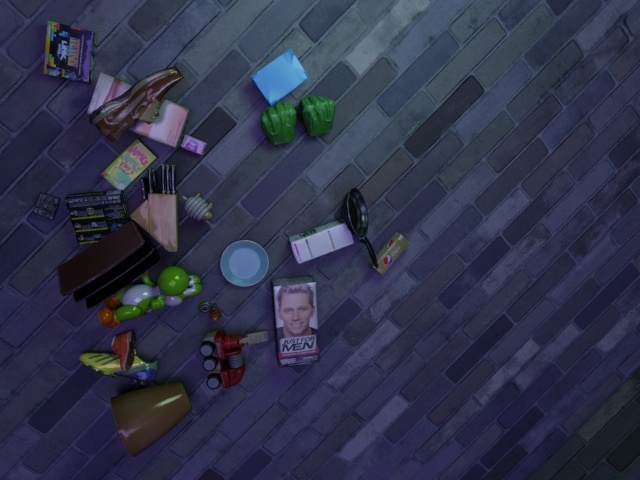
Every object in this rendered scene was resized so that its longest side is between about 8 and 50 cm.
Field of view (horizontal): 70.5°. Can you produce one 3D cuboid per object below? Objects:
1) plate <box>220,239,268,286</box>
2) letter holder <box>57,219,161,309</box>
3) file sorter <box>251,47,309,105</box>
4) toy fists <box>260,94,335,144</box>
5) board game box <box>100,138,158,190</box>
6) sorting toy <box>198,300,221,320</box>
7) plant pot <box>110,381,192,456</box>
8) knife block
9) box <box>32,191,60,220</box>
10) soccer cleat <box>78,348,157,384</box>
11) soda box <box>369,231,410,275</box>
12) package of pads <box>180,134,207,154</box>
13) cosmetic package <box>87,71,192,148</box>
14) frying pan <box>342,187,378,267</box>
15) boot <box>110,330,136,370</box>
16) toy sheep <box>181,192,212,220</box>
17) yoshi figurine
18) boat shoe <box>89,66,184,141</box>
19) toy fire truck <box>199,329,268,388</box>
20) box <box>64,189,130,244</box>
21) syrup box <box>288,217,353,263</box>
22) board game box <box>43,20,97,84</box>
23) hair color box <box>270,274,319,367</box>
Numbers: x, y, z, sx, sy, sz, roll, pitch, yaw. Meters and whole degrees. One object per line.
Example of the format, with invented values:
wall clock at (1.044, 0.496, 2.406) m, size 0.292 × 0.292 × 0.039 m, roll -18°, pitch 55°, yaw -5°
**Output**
plate at (-0.299, 0.089, 1.787) m, size 0.188 × 0.024 × 0.188 m, roll -2°, pitch 103°, yaw -10°
letter holder at (-0.716, 0.102, 1.564) m, size 0.302 × 0.214 × 0.152 m, roll -36°, pitch 128°, yaw -13°
file sorter at (-0.148, -0.581, 1.627) m, size 0.170 × 0.104 × 0.118 m, roll -36°, pitch 107°, yaw -1°
toy fists at (-0.081, -0.450, 1.650) m, size 0.279 × 0.142 × 0.096 m, roll -14°, pitch 60°, yaw -8°
board game box at (-0.683, -0.269, 1.624) m, size 0.181 × 0.043 × 0.092 m, roll -44°, pitch 106°, yaw 1°
sorting toy at (-0.433, 0.280, 1.793) m, size 0.102 × 0.042 × 0.061 m, roll 39°, pitch 93°, yaw -16°
plant pot at (-0.639, 0.660, 1.758) m, size 0.254 × 0.237 × 0.237 m, roll -23°, pitch 106°, yaw -19°
knife block at (-0.554, -0.131, 1.656) m, size 0.242 × 0.088 × 0.276 m, roll -43°, pitch 106°, yaw 1°
box at (-0.974, -0.121, 1.613) m, size 0.067 × 0.018 × 0.083 m, roll 20°, pitch 98°, yaw -14°
soccer cleat at (-0.778, 0.473, 1.761) m, size 0.289 × 0.093 × 0.121 m, roll 19°, pitch 68°, yaw -10°
soda box at (0.284, 0.053, 1.871) m, size 0.058 × 0.061 × 0.181 m, roll 40°, pitch 92°, yaw -16°
package of pads at (-0.462, -0.348, 1.655) m, size 0.083 × 0.032 × 0.050 m, roll 20°, pitch 96°, yaw -14°
cosmetic package at (-0.611, -0.440, 1.556) m, size 0.296 × 0.129 × 0.153 m, roll 19°, pitch 99°, yaw -14°
frying pan at (0.164, -0.062, 1.799) m, size 0.053 × 0.197 × 0.326 m, roll -9°, pitch 133°, yaw 26°
boot at (-0.755, 0.424, 1.722) m, size 0.084 × 0.158 × 0.059 m, roll -8°, pitch 144°, yaw -4°
toy sheep at (-0.458, -0.123, 1.681) m, size 0.132 × 0.091 × 0.091 m, roll 38°, pitch 93°, yaw -2°
yoshi figurine at (-0.628, 0.183, 1.661) m, size 0.362 × 0.203 × 0.204 m, roll -16°, pitch 98°, yaw -10°
boat shoe at (-0.570, -0.431, 1.447) m, size 0.324 × 0.122 × 0.120 m, roll -31°, pitch 111°, yaw 4°
toy fire truck at (-0.331, 0.455, 1.812) m, size 0.246 × 0.158 × 0.217 m, roll -7°, pitch 103°, yaw 1°
box at (-0.788, -0.083, 1.624) m, size 0.190 × 0.045 × 0.184 m, roll -7°, pitch 121°, yaw -9°
syrup box at (0.000, 0.000, 1.788) m, size 0.237 × 0.093 × 0.096 m, roll -19°, pitch 105°, yaw -6°
board game box at (-0.836, -0.624, 1.515) m, size 0.141 × 0.048 × 0.170 m, roll 9°, pitch 100°, yaw -11°
hair color box at (-0.102, 0.327, 1.835) m, size 0.174 × 0.105 × 0.347 m, roll -5°, pitch 102°, yaw -10°
